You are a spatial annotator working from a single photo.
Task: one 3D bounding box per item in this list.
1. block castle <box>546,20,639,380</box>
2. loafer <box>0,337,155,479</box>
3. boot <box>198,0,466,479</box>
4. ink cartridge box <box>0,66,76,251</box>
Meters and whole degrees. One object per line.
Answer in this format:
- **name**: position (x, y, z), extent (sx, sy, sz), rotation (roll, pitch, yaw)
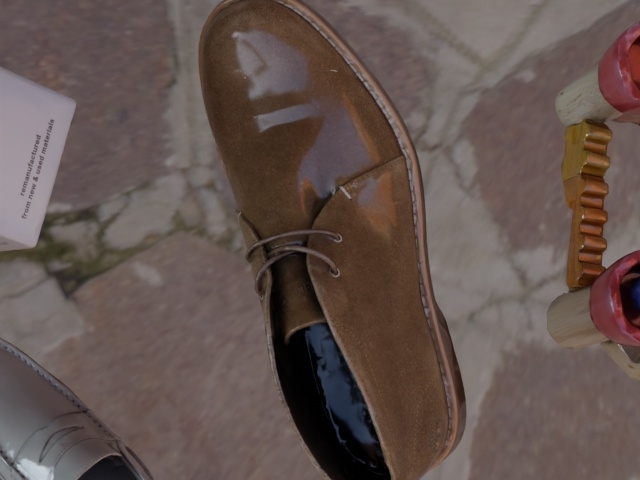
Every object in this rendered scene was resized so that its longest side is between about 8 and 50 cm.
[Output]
- **block castle**: position (0.445, -0.013, 1.629), extent (0.453, 0.213, 0.303), rotation (10, 77, -19)
- **loafer**: position (-0.218, 0.204, 1.592), extent (0.319, 0.111, 0.112), rotation (45, 62, 4)
- **boot**: position (0.000, 0.000, 1.007), extent (0.112, 0.115, 0.305), rotation (-20, 91, 21)
- **ink cartridge box**: position (-0.257, -0.064, 0.904), extent (0.153, 0.208, 0.086), rotation (-5, 67, 52)
